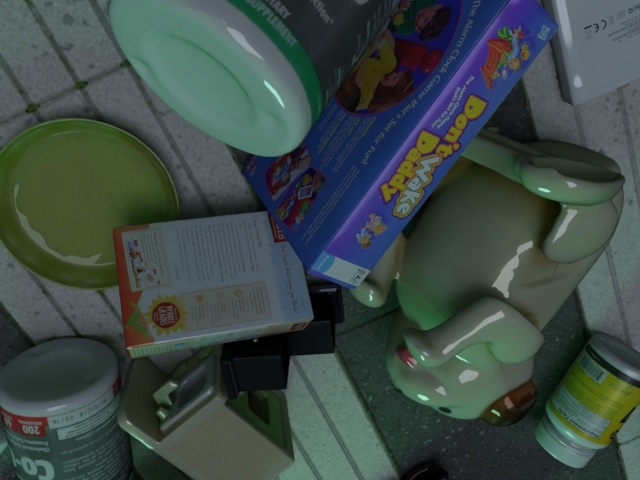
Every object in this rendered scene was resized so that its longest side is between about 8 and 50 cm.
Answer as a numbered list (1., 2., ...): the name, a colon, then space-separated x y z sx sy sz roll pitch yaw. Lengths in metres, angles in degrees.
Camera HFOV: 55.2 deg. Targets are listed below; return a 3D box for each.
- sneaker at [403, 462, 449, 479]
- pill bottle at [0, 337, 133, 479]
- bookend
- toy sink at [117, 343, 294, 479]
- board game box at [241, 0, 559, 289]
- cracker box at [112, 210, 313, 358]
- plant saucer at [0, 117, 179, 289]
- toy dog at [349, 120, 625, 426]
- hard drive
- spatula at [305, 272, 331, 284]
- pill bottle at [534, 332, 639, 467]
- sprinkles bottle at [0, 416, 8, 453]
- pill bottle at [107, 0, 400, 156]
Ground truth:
1. sneaker: 0.254 0.483 1.116 0.281 0.106 0.163 -2 112 -7
2. pill bottle: -0.364 0.302 0.898 0.161 0.161 0.284 -3 115 -8
3. bookend: -0.048 0.137 0.857 0.156 0.157 0.073 -4 122 6
4. toy sink: -0.160 0.247 0.912 0.131 0.153 0.234 -40 113 10
5. board game box: 0.064 -0.151 0.708 0.078 0.233 0.347 23 111 -39
6. cracker box: -0.138 0.052 0.791 0.232 0.156 0.067 -7 160 -15
7. plant saucer: -0.309 -0.047 0.813 0.240 0.037 0.241 -3 115 -8
8. toy dog: 0.217 0.054 0.846 0.395 0.284 0.408 -8 121 -47
9. hard drive: 0.379 -0.354 0.776 0.202 0.040 0.308 -23 116 2
10. spatula: 0.000 0.000 0.898 0.242 0.019 0.168 -42 109 10
11. pill bottle: 0.461 0.273 1.040 0.119 0.119 0.209 19 111 -17
12. sprinkles bottle: -0.599 0.372 0.918 0.121 0.121 0.355 36 106 -22
13. pill bottle: -0.013 -0.277 0.585 0.204 0.204 0.361 40 69 -23
